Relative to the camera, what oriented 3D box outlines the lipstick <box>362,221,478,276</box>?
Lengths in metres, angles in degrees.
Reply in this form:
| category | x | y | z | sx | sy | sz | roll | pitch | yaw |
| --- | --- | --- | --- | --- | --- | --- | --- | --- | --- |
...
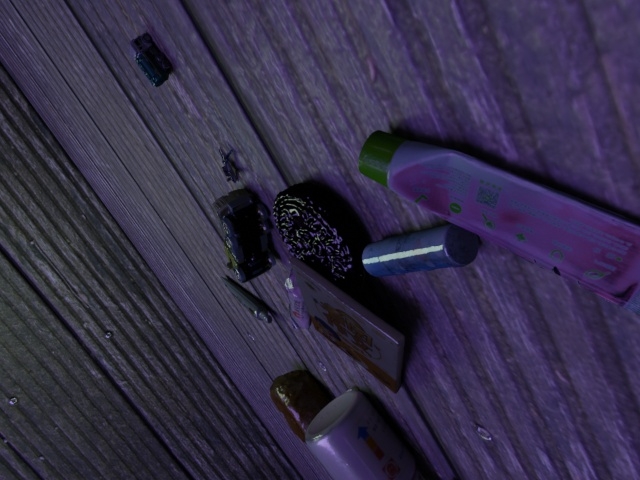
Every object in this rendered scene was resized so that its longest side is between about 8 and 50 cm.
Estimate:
| category | x | y | z | sx | sy | sz | roll | pitch | yaw |
| --- | --- | --- | --- | --- | --- | --- | --- | --- | --- |
| lipstick | 0.108 | 0.014 | 0.524 | 0.048 | 0.048 | 0.158 | 56 | 154 | -9 |

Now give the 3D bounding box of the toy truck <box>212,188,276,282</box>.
| category | x | y | z | sx | sy | sz | roll | pitch | yaw |
| --- | --- | --- | --- | --- | --- | --- | --- | --- | --- |
| toy truck | -0.158 | -0.017 | 0.883 | 0.116 | 0.085 | 0.191 | 45 | 152 | 36 |

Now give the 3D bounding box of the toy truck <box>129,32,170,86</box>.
| category | x | y | z | sx | sy | sz | roll | pitch | yaw |
| --- | --- | --- | --- | --- | --- | --- | --- | --- | --- |
| toy truck | -0.291 | -0.306 | 0.771 | 0.083 | 0.044 | 0.039 | 54 | 152 | -5 |

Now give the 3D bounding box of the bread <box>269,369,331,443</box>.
| category | x | y | z | sx | sy | sz | roll | pitch | yaw |
| --- | --- | --- | --- | --- | --- | --- | --- | --- | --- |
| bread | -0.047 | 0.472 | 1.297 | 0.230 | 0.123 | 0.230 | 45 | 156 | 26 |

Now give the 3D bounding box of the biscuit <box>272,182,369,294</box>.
| category | x | y | z | sx | sy | sz | roll | pitch | yaw |
| --- | --- | --- | --- | --- | --- | --- | --- | --- | --- |
| biscuit | 0.000 | 0.000 | 0.679 | 0.194 | 0.053 | 0.195 | 39 | 151 | 26 |

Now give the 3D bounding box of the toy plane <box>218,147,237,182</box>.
| category | x | y | z | sx | sy | sz | roll | pitch | yaw |
| --- | --- | --- | --- | --- | --- | --- | --- | --- | --- |
| toy plane | -0.166 | -0.130 | 0.816 | 0.078 | 0.024 | 0.084 | 59 | 161 | 30 |

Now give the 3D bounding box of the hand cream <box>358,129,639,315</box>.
| category | x | y | z | sx | sy | sz | roll | pitch | yaw |
| --- | --- | --- | --- | --- | --- | --- | --- | --- | --- |
| hand cream | 0.156 | -0.031 | 0.403 | 0.275 | 0.050 | 0.079 | 30 | 173 | 28 |

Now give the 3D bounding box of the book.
| category | x | y | z | sx | sy | sz | roll | pitch | yaw |
| --- | --- | --- | --- | --- | --- | --- | --- | --- | --- |
| book | 0.051 | 0.154 | 0.766 | 0.208 | 0.020 | 0.295 | 35 | 160 | 26 |

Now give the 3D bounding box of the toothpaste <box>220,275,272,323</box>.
| category | x | y | z | sx | sy | sz | roll | pitch | yaw |
| --- | --- | --- | --- | --- | --- | --- | --- | --- | --- |
| toothpaste | -0.208 | 0.166 | 1.259 | 0.255 | 0.037 | 0.067 | 26 | 151 | 47 |

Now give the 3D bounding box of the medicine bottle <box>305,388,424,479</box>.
| category | x | y | z | sx | sy | sz | roll | pitch | yaw |
| --- | --- | --- | --- | --- | --- | --- | --- | --- | --- |
| medicine bottle | 0.113 | 0.495 | 1.004 | 0.293 | 0.170 | 0.170 | 51 | 155 | 2 |

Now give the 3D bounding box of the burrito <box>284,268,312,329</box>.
| category | x | y | z | sx | sy | sz | roll | pitch | yaw |
| --- | --- | --- | --- | --- | --- | --- | --- | --- | --- |
| burrito | -0.038 | 0.114 | 0.887 | 0.064 | 0.064 | 0.203 | 41 | 154 | 22 |
